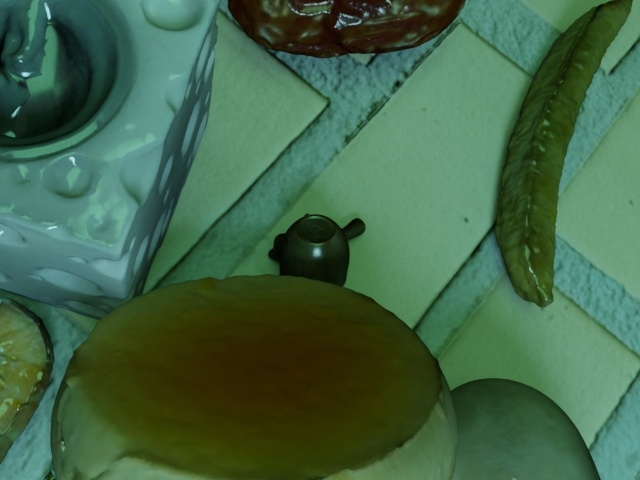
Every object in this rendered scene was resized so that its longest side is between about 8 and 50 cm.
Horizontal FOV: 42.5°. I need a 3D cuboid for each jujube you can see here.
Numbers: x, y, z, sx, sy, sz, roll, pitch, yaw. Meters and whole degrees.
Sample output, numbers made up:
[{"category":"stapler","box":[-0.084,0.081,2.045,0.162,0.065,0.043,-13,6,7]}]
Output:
[{"category":"jujube","box":[0.026,-0.275,0.843,0.250,0.174,0.174,-1,71,-8]}]

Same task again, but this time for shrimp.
[{"category":"shrimp","box":[-0.322,0.160,0.690,0.143,0.052,0.251,17,61,6]}]

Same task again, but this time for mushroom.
[{"category":"mushroom","box":[0.138,0.226,0.695,0.204,0.204,0.204,3,70,-10]}]

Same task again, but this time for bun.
[{"category":"bun","box":[-0.052,0.157,0.625,0.298,0.299,0.165,-3,115,-12]}]

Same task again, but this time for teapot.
[{"category":"teapot","box":[0.000,0.000,0.798,0.085,0.080,0.110,30,52,23]}]

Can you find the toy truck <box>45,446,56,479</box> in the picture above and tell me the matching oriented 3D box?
[{"category":"toy truck","box":[-0.150,0.218,0.687,0.100,0.077,0.169,-34,77,-33]}]

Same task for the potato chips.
[{"category":"potato chips","box":[0.256,-0.123,0.892,0.080,0.057,0.407,28,67,-15]}]

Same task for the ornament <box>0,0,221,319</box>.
[{"category":"ornament","box":[-0.235,-0.095,0.689,0.239,0.240,0.240,18,69,-4]}]
